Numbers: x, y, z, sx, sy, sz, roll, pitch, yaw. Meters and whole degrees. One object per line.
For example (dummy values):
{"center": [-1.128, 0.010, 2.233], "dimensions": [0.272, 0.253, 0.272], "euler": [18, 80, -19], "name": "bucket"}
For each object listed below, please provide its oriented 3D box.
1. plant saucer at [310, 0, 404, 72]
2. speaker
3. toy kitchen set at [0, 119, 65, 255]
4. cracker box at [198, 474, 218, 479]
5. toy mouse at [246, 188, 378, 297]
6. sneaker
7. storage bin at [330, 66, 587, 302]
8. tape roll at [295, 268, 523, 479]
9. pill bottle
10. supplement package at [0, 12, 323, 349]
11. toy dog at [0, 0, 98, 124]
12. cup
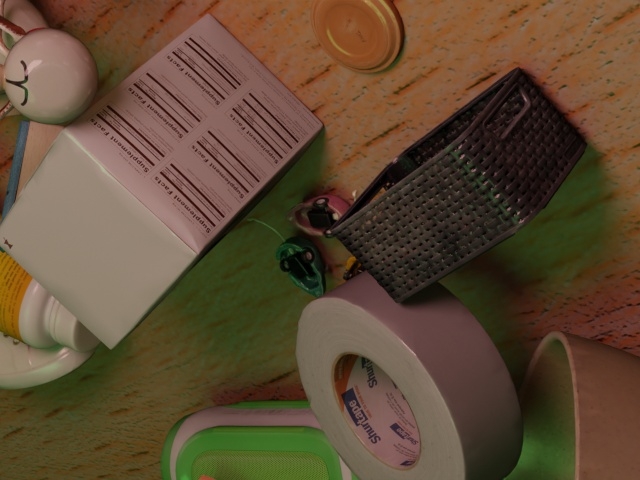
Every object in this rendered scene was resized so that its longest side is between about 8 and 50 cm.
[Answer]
{"center": [0.028, -0.172, 1.073], "dimensions": [0.083, 0.013, 0.083], "euler": [20, 135, 22], "name": "plant saucer"}
{"center": [-0.027, 0.233, 1.374], "dimensions": [0.297, 0.131, 0.131], "euler": [-7, 120, 40], "name": "speaker"}
{"center": [-0.348, -0.039, 1.301], "dimensions": [0.166, 0.122, 0.207], "euler": [10, 164, -12], "name": "toy kitchen set"}
{"center": [-0.059, 0.361, 1.367], "dimensions": [0.156, 0.067, 0.232], "euler": [16, 134, 24], "name": "cracker box"}
{"center": [0.000, 0.000, 1.226], "dimensions": [0.143, 0.031, 0.161], "euler": [23, 135, 19], "name": "toy mouse"}
{"center": [-0.388, 0.091, 1.536], "dimensions": [0.290, 0.106, 0.123], "euler": [5, 130, 35], "name": "sneaker"}
{"center": [0.107, -0.041, 1.043], "dimensions": [0.084, 0.122, 0.180], "euler": [48, 138, -7], "name": "storage bin"}
{"center": [0.073, 0.133, 1.153], "dimensions": [0.219, 0.072, 0.219], "euler": [36, 142, 35], "name": "tape roll"}
{"center": [-0.330, 0.043, 1.445], "dimensions": [0.215, 0.117, 0.117], "euler": [23, 135, 20], "name": "pill bottle"}
{"center": [-0.142, -0.050, 1.161], "dimensions": [0.149, 0.203, 0.194], "euler": [44, 139, -2], "name": "supplement package"}
{"center": [-0.303, -0.168, 1.118], "dimensions": [0.334, 0.161, 0.220], "euler": [166, 96, -68], "name": "toy dog"}
{"center": [0.278, 0.251, 1.058], "dimensions": [0.237, 0.331, 0.331], "euler": [8, 133, 0], "name": "cup"}
